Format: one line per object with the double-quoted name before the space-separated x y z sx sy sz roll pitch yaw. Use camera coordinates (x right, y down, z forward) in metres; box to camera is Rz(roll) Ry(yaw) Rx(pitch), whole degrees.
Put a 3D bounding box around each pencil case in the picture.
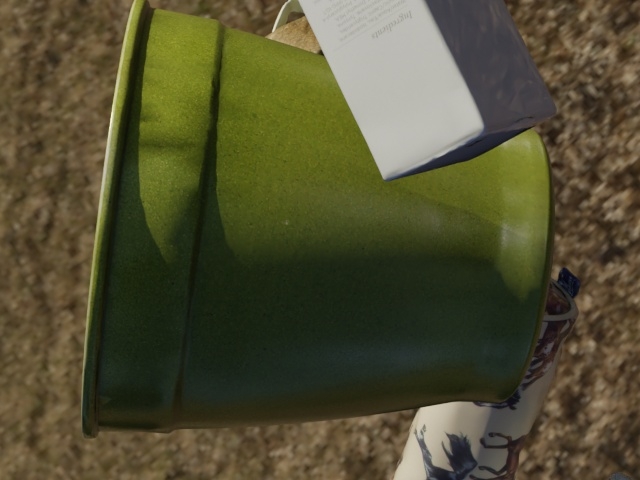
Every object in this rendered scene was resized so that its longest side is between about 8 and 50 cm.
"pencil case" 0.182 0.212 1.691 0.160 0.183 0.410 17 114 6

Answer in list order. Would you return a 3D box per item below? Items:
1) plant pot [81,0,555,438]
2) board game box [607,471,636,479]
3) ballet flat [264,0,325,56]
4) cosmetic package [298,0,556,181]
"plant pot" 0.000 0.000 1.182 0.353 0.366 0.366 6 127 -5
"board game box" 0.320 0.431 1.561 0.098 0.303 0.224 26 112 0
"ballet flat" 0.029 -0.247 1.566 0.124 0.342 0.116 28 135 19
"cosmetic package" 0.048 -0.160 0.888 0.085 0.117 0.231 -27 84 33
